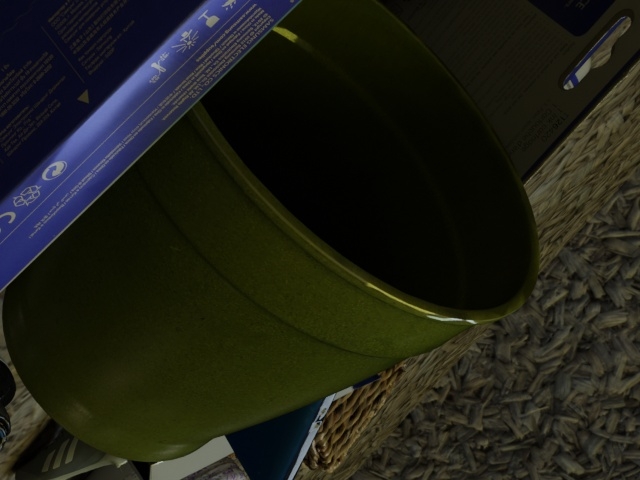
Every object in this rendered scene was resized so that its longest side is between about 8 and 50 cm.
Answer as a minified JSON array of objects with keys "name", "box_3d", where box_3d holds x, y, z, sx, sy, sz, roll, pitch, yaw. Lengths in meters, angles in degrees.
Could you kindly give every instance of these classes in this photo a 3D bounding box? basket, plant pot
[{"name":"basket","box_3d":[-0.036,0.173,1.462,0.299,0.223,0.214,-42,126,-52]},{"name":"plant pot","box_3d":[-0.078,0.001,0.809,0.353,0.366,0.366,-42,165,32]}]

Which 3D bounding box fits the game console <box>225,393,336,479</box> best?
[{"name":"game console","box_3d":[-0.011,0.085,1.057,0.173,0.293,0.250,4,121,-36]}]

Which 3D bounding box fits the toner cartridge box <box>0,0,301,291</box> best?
[{"name":"toner cartridge box","box_3d":[-0.153,-0.123,0.564,0.348,0.165,0.075,-41,161,11]}]

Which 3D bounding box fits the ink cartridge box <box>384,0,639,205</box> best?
[{"name":"ink cartridge box","box_3d":[0.203,-0.217,0.926,0.303,0.307,0.072,-49,137,14]}]

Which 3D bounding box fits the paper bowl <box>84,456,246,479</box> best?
[{"name":"paper bowl","box_3d":[-0.264,0.402,1.496,0.284,0.148,0.284,-39,160,-17]}]

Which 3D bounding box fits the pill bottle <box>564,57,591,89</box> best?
[{"name":"pill bottle","box_3d":[0.233,-0.214,1.210,0.272,0.152,0.152,-47,160,8]}]

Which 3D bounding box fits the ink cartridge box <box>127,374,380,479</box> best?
[{"name":"ink cartridge box","box_3d":[-0.097,0.156,1.174,0.332,0.165,0.065,-22,141,-32]}]

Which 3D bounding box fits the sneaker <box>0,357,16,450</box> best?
[{"name":"sneaker","box_3d":[-0.324,0.159,0.913,0.079,0.121,0.217,-40,160,-7]}]

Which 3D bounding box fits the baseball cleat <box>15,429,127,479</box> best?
[{"name":"baseball cleat","box_3d":[-0.299,0.242,1.220,0.205,0.109,0.072,-18,177,18]}]
